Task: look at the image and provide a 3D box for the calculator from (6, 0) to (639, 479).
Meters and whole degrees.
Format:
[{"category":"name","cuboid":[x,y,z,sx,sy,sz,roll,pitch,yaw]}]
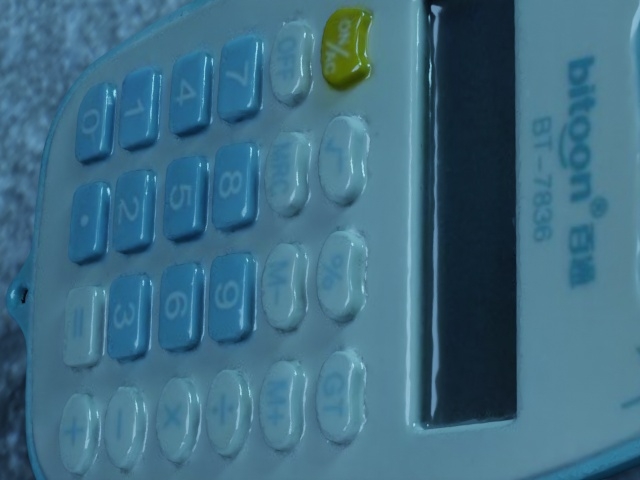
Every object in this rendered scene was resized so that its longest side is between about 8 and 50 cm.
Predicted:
[{"category":"calculator","cuboid":[0.000,0.000,0.771,0.386,0.054,0.256,-10,71,37]}]
